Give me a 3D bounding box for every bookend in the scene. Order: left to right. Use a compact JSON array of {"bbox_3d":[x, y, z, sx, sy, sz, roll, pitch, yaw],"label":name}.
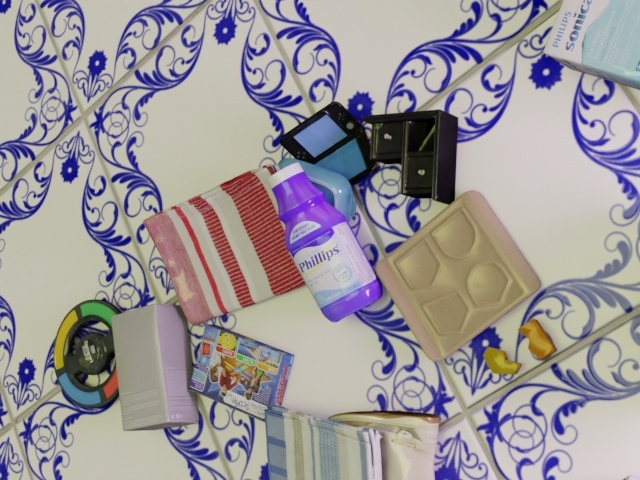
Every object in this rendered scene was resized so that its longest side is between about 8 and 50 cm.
[{"bbox_3d":[0.152,-0.141,1.830,0.157,0.072,0.156,1,85,34],"label":"bookend"}]

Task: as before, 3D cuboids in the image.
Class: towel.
[{"bbox_3d":[-0.170,0.013,1.995,0.329,0.037,0.237,-21,96,31],"label":"towel"},{"bbox_3d":[0.004,0.405,1.833,0.285,0.034,0.209,3,99,48],"label":"towel"}]

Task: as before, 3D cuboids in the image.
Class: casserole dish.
[{"bbox_3d":[-0.022,-0.082,1.928,0.188,0.037,0.114,20,122,29],"label":"casserole dish"}]

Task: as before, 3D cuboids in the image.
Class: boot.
[{"bbox_3d":[0.105,0.375,1.798,0.213,0.077,0.165,-3,85,33],"label":"boot"}]

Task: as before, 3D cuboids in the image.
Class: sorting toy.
[{"bbox_3d":[0.252,0.098,1.759,0.229,0.041,0.307,-39,65,19],"label":"sorting toy"}]

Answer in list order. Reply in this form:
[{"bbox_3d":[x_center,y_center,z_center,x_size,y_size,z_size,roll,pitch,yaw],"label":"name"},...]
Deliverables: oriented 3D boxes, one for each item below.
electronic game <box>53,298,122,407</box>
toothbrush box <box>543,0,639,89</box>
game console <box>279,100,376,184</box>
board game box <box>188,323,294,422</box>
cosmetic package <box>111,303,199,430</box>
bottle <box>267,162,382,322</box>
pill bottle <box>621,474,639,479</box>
[{"bbox_3d":[-0.480,0.238,2.215,0.229,0.048,0.229,-5,81,33],"label":"electronic game"},{"bbox_3d":[0.520,-0.332,1.578,0.295,0.126,0.216,24,98,33],"label":"toothbrush box"},{"bbox_3d":[0.012,-0.161,1.917,0.144,0.124,0.085,-31,34,26],"label":"game console"},{"bbox_3d":[-0.153,0.252,2.005,0.201,0.035,0.136,18,94,34],"label":"board game box"},{"bbox_3d":[-0.329,0.252,2.084,0.127,0.107,0.238,-14,74,32],"label":"cosmetic package"},{"bbox_3d":[0.000,0.000,1.856,0.118,0.092,0.282,-29,88,25],"label":"bottle"},{"bbox_3d":[0.439,0.408,1.577,0.116,0.065,0.065,-41,64,23],"label":"pill bottle"}]
